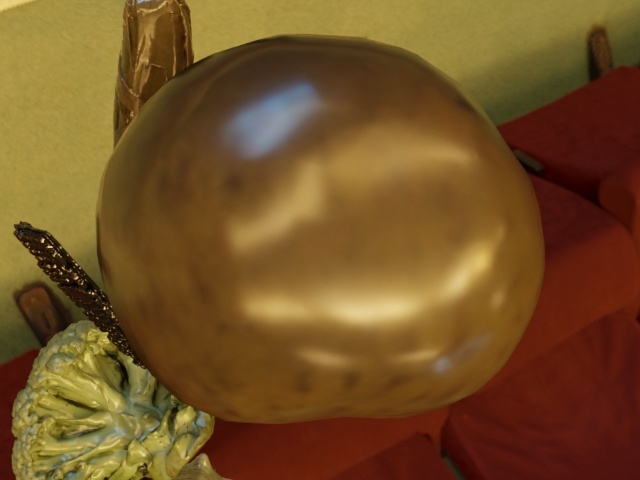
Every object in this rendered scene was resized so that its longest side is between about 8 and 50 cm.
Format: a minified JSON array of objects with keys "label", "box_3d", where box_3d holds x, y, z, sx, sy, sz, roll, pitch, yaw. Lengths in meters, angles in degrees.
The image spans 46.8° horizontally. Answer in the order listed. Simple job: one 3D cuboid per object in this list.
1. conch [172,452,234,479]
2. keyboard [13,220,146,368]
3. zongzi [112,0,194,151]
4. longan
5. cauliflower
[{"label":"conch","box_3d":[-0.204,0.402,1.202,0.114,0.234,0.137,-36,79,-8]},{"label":"keyboard","box_3d":[-0.233,0.069,0.774,0.023,0.072,0.231,-51,132,-24]},{"label":"zongzi","box_3d":[-0.193,-0.176,0.790,0.082,0.178,0.189,15,146,3]},{"label":"longan","box_3d":[0.000,0.000,0.676,0.405,0.336,0.404,-2,119,-4]},{"label":"cauliflower","box_3d":[-0.244,0.223,0.963,0.272,0.250,0.275,-13,118,-65]}]
